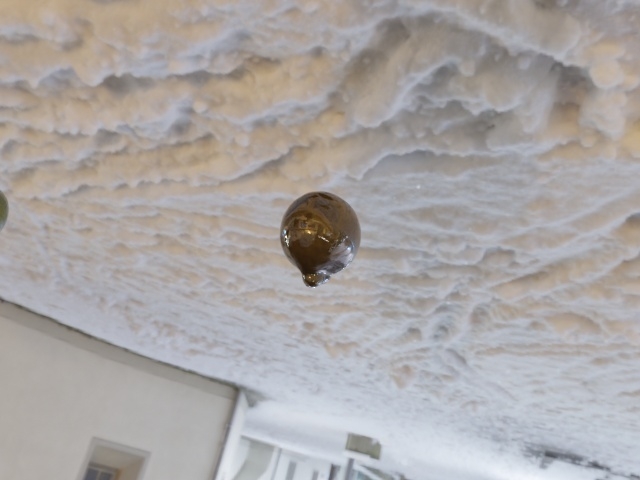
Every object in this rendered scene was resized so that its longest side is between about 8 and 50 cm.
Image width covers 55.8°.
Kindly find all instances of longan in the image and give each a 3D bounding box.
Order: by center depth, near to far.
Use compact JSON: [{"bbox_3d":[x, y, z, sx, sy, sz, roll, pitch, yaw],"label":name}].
[{"bbox_3d":[0.000,0.000,1.260,0.184,0.205,0.159,25,158,-38],"label":"longan"}]

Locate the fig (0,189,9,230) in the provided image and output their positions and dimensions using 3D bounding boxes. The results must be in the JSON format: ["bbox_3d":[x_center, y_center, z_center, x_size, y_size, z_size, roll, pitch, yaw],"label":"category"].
[{"bbox_3d":[-0.827,-0.075,1.389,0.180,0.181,0.191,1,142,31],"label":"fig"}]
